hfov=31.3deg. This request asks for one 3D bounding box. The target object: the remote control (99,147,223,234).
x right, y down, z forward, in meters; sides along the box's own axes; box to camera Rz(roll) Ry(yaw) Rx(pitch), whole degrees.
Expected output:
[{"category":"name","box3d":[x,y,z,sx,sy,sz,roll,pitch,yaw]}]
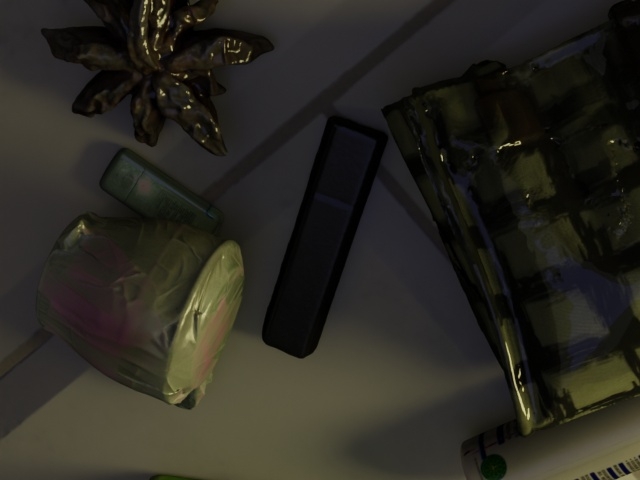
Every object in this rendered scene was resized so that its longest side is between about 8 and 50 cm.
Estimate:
[{"category":"remote control","box3d":[-0.157,-0.039,1.123,0.124,0.018,0.053,34,112,-4]}]

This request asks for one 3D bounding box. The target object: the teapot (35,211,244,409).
[{"category":"teapot","box3d":[-0.172,0.057,1.100,0.178,0.221,0.163,21,80,9]}]

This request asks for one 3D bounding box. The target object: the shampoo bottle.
[{"category":"shampoo bottle","box3d":[0.286,0.175,1.087,0.303,0.092,0.092,-28,103,18]}]

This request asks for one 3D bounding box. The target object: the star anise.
[{"category":"star anise","box3d":[-0.150,-0.182,1.034,0.209,0.089,0.231,-8,120,4]}]

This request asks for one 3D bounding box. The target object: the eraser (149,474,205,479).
[{"category":"eraser","box3d":[-0.060,0.332,1.140,0.274,0.210,0.092,5,110,5]}]

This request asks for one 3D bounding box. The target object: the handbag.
[{"category":"handbag","box3d":[0.264,-0.033,0.989,0.325,0.162,0.327,-23,96,13]}]

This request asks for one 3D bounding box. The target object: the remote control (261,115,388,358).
[{"category":"remote control","box3d":[0.000,0.000,1.109,0.063,0.025,0.245,20,111,6]}]
